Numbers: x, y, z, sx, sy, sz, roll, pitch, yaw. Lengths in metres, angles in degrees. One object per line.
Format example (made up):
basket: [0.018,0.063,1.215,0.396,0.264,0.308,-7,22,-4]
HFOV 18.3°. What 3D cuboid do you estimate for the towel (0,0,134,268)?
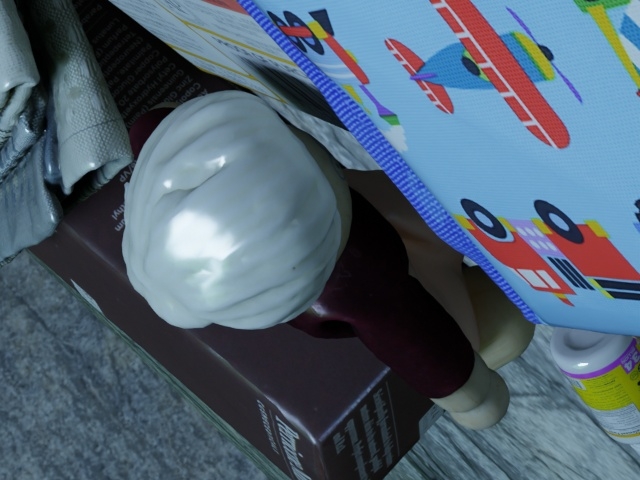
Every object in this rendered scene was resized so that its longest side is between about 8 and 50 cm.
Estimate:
towel: [-0.214,-0.137,1.006,0.324,0.056,0.312,66,154,3]

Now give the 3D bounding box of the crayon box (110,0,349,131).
crayon box: [-0.083,-0.156,0.696,0.323,0.083,0.203,35,175,-37]

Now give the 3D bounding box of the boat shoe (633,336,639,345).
boat shoe: [0.113,-0.003,0.780,0.178,0.064,0.060,44,166,-12]

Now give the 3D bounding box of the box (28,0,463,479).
box: [-0.089,-0.016,1.211,0.381,0.143,0.191,38,166,18]

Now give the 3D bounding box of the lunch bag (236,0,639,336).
lunch bag: [0.026,-0.106,0.387,0.293,0.138,0.221,36,167,-21]

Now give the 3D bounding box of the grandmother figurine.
grandmother figurine: [0.000,0.000,0.862,0.208,0.104,0.342,29,-179,15]

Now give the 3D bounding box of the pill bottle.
pill bottle: [0.147,0.069,0.956,0.043,0.043,0.083,27,160,53]
